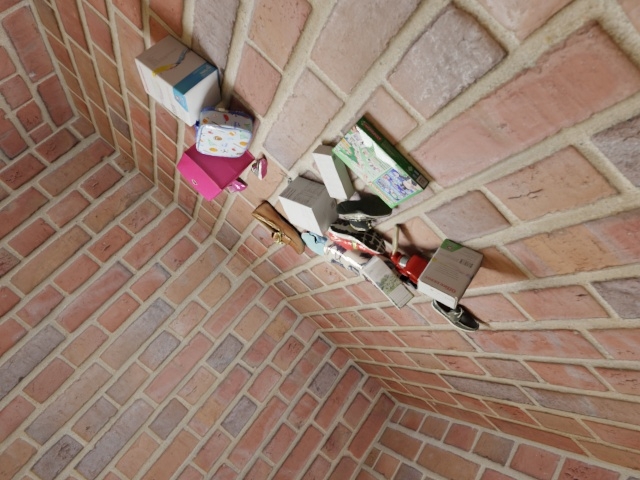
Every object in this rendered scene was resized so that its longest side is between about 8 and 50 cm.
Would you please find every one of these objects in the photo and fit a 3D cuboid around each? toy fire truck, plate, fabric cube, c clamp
[{"bbox_3d":[0.364,0.073,1.654,0.246,0.158,0.217,41,177,-19],"label":"toy fire truck"},{"bbox_3d":[-0.028,0.017,2.315,0.188,0.024,0.188,33,157,16],"label":"plate"},{"bbox_3d":[-0.537,-0.391,2.054,0.254,0.259,0.258,48,156,-15],"label":"fabric cube"},{"bbox_3d":[-0.145,-0.259,2.005,0.137,0.022,0.160,31,154,9],"label":"c clamp"}]

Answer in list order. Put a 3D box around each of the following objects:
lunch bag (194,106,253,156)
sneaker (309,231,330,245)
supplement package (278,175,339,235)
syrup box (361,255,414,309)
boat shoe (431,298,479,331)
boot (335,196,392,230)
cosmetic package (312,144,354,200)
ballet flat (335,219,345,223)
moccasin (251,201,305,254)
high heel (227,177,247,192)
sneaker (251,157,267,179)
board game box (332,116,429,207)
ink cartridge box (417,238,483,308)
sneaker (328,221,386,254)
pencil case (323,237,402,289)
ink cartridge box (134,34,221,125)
[{"bbox_3d":[-0.438,-0.479,1.794,0.244,0.114,0.303,5,164,-21],"label":"lunch bag"},{"bbox_3d":[0.000,0.000,2.179,0.162,0.073,0.063,44,156,-10],"label":"sneaker"},{"bbox_3d":[-0.049,-0.161,1.866,0.203,0.149,0.194,24,152,33],"label":"supplement package"},{"bbox_3d":[0.292,0.181,1.764,0.237,0.093,0.096,46,-178,-4],"label":"syrup box"},{"bbox_3d":[0.616,0.334,1.835,0.233,0.084,0.079,35,157,19],"label":"boat shoe"},{"bbox_3d":[0.202,-0.105,1.684,0.237,0.085,0.179,1,160,25],"label":"boot"},{"bbox_3d":[0.056,-0.270,1.622,0.099,0.060,0.239,17,149,35],"label":"cosmetic package"},{"bbox_3d":[0.050,-0.089,1.979,0.250,0.058,0.084,24,140,40],"label":"ballet flat"},{"bbox_3d":[-0.244,-0.051,2.357,0.380,0.147,0.139,47,160,-17],"label":"moccasin"},{"bbox_3d":[-0.518,-0.386,2.303,0.117,0.082,0.243,-16,111,26],"label":"high heel"},{"bbox_3d":[-0.310,-0.364,2.005,0.075,0.063,0.170,33,161,2],"label":"sneaker"},{"bbox_3d":[0.204,-0.265,1.426,0.317,0.046,0.213,43,158,-7],"label":"board game box"},{"bbox_3d":[0.479,0.121,1.493,0.154,0.212,0.093,27,154,28],"label":"ink cartridge box"},{"bbox_3d":[0.167,0.002,1.845,0.279,0.107,0.118,24,142,15],"label":"sneaker"},{"bbox_3d":[0.215,0.118,1.954,0.411,0.160,0.183,30,153,23],"label":"pencil case"},{"bbox_3d":[-0.594,-0.674,1.704,0.270,0.197,0.198,38,157,6],"label":"ink cartridge box"}]
